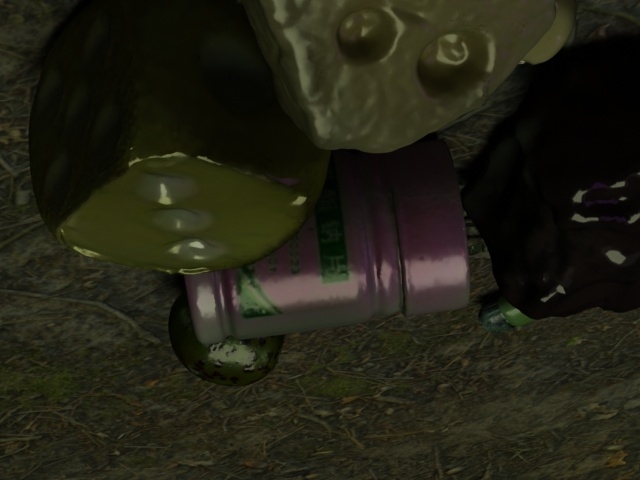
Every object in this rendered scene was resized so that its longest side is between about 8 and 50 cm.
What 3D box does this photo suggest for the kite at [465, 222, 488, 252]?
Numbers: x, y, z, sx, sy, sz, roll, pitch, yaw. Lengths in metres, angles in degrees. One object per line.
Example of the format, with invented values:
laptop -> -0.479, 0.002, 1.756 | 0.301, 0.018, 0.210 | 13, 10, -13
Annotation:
kite -> 0.238, -0.023, 2.194 | 0.360, 0.022, 0.204 | -7, 151, -7

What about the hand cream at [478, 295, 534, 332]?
hand cream -> 0.313, 0.085, 2.403 | 0.175, 0.046, 0.095 | -27, 147, 19

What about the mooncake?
mooncake -> 0.363, -0.060, 1.967 | 0.350, 0.212, 0.381 | -15, 154, -5

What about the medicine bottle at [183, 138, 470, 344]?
medicine bottle -> 0.000, 0.000, 1.953 | 0.325, 0.212, 0.212 | -7, 153, -1

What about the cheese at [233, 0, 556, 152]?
cheese -> 0.066, -0.231, 1.529 | 0.318, 0.115, 0.326 | 19, 114, -38

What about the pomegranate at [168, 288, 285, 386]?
pomegranate -> -0.115, 0.099, 2.193 | 0.159, 0.159, 0.205 | 2, 126, -21

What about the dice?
dice -> -0.144, -0.111, 1.680 | 0.238, 0.227, 0.233 | 13, 146, -35

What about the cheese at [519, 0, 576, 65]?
cheese -> 0.192, -0.250, 1.685 | 0.163, 0.071, 0.249 | -2, 152, -13
